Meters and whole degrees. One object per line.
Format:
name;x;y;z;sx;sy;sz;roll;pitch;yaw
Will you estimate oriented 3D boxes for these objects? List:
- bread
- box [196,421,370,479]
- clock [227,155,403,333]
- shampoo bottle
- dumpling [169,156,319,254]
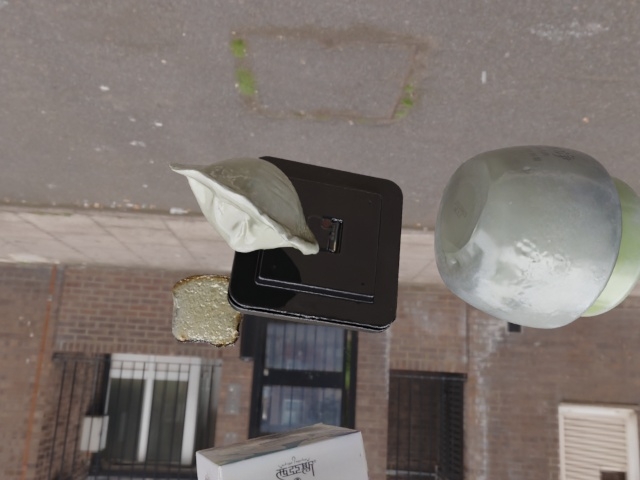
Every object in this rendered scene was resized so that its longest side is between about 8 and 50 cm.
bread;-0.198;0.123;1.035;0.129;0.126;0.044;6;170;-8
box;-0.076;0.431;1.106;0.274;0.116;0.203;-5;169;-23
clock;0.000;0.000;0.973;0.274;0.278;0.049;9;156;-7
shampoo bottle;0.372;-0.008;1.048;0.318;0.322;0.322;7;167;-12
dumpling;-0.094;-0.046;0.800;0.126;0.215;0.166;-33;-171;2
